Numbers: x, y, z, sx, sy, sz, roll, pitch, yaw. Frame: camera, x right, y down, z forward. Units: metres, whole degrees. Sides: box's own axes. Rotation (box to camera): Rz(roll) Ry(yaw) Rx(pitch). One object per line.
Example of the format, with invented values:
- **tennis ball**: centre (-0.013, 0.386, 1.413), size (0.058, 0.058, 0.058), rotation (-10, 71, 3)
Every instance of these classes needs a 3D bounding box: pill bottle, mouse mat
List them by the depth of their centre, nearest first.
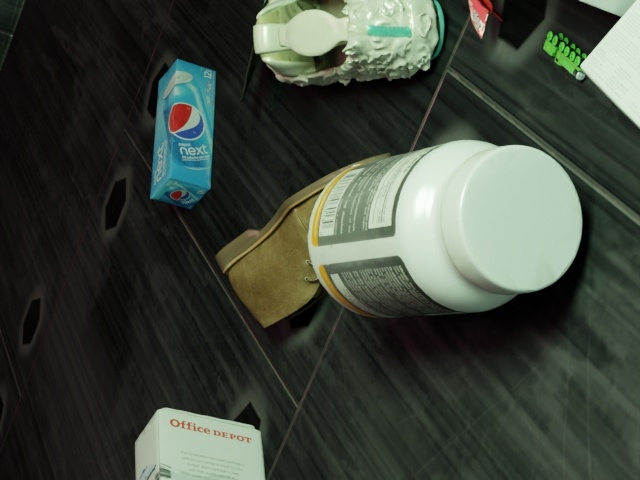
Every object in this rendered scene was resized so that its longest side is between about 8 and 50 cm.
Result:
- **pill bottle**: centre (0.115, -0.009, 1.560), size (0.278, 0.162, 0.162), rotation (-8, 68, 62)
- **mouse mat**: centre (-0.071, -0.293, 2.185), size (0.190, 0.007, 0.153), rotation (109, 179, -48)

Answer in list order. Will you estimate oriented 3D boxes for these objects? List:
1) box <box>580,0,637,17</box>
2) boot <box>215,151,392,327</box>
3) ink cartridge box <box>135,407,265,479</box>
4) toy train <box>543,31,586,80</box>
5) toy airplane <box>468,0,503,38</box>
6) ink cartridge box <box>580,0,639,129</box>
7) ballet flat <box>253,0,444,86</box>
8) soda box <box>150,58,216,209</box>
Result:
- **box**: centre (0.209, -0.371, 1.568), size (0.215, 0.168, 0.345), rotation (-67, 25, 15)
- **boot**: centre (0.000, 0.000, 1.907), size (0.305, 0.112, 0.115), rotation (-40, 71, 45)
- **ink cartridge box**: centre (-0.139, 0.305, 1.924), size (0.082, 0.139, 0.191), rotation (-55, 30, 38)
- **toy train**: centre (0.236, -0.177, 1.576), size (0.083, 0.017, 0.024), rotation (-120, 41, -57)
- **toy airplane**: centre (0.146, -0.279, 1.714), size (0.028, 0.151, 0.151), rotation (-32, 41, 19)
- **ink cartridge box**: centre (0.318, -0.178, 1.403), size (0.179, 0.045, 0.145), rotation (-47, 31, 12)
- **ballet flat**: centre (-0.003, -0.253, 1.950), size (0.409, 0.147, 0.147), rotation (6, 81, 64)
- **soda box**: centre (-0.201, -0.157, 2.414), size (0.071, 0.067, 0.210), rotation (-41, 41, 50)
